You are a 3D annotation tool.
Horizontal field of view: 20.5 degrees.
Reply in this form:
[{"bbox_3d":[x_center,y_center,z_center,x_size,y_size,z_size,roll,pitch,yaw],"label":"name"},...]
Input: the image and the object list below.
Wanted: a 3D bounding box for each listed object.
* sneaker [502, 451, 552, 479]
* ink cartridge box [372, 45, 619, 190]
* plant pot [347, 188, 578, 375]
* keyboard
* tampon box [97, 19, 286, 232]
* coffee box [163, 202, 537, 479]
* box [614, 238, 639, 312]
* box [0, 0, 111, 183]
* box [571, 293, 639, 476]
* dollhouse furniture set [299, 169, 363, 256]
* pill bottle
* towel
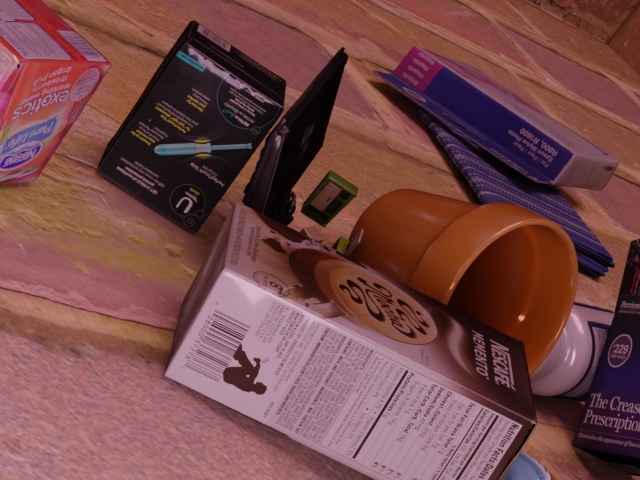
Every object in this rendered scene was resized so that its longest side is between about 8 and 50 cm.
[{"bbox_3d":[0.170,0.248,1.553,0.073,0.063,0.162,13,41,-29],"label":"sneaker"},{"bbox_3d":[0.283,-0.193,2.785,0.324,0.071,0.330,36,13,21],"label":"ink cartridge box"},{"bbox_3d":[0.131,0.038,1.851,0.205,0.205,0.188,16,11,-47],"label":"plant pot"},{"bbox_3d":[-0.036,-0.077,1.823,0.033,0.201,0.317,19,22,6],"label":"keyboard"},{"bbox_3d":[-0.127,-0.115,1.773,0.120,0.161,0.101,34,17,-10],"label":"tampon box"},{"bbox_3d":[0.028,0.104,1.541,0.297,0.119,0.168,27,19,-9],"label":"coffee box"},{"bbox_3d":[0.535,0.066,2.366,0.247,0.163,0.142,-16,44,-24],"label":"box"},{"bbox_3d":[-0.358,-0.193,1.575,0.300,0.142,0.154,41,19,16],"label":"box"},{"bbox_3d":[0.402,0.160,1.852,0.103,0.184,0.261,28,-13,-27],"label":"box"},{"bbox_3d":[0.000,0.000,1.818,0.076,0.058,0.151,33,38,-13],"label":"dollhouse furniture set"},{"bbox_3d":[0.270,0.122,1.992,0.187,0.112,0.112,13,29,-51],"label":"pill bottle"},{"bbox_3d":[0.285,-0.075,2.641,0.243,0.040,0.336,24,20,-28],"label":"towel"}]
